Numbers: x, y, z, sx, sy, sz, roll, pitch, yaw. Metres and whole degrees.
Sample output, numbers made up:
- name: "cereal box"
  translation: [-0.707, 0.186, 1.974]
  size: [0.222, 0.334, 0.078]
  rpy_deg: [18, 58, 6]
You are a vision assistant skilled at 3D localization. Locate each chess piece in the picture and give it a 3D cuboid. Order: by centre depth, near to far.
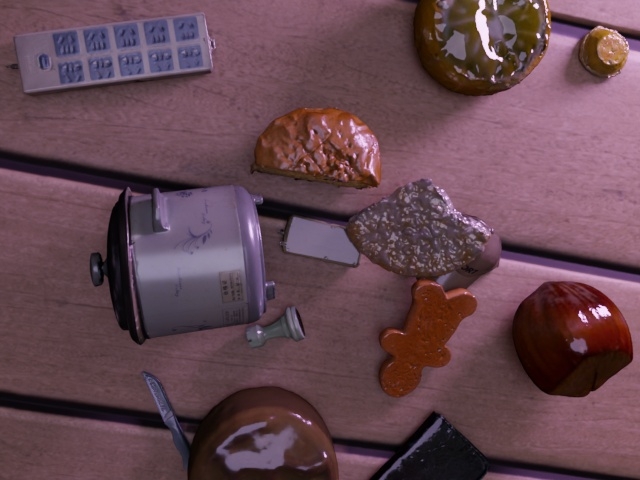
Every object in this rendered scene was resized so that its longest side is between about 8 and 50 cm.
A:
- name: "chess piece"
  translation: [-0.086, 0.169, 1.271]
  size: [0.103, 0.067, 0.067]
  rpy_deg: [-19, 96, 3]

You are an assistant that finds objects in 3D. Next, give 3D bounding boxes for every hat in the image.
- name: "hat"
  translation: [0.271, 0.048, 1.294]
  size: [0.147, 0.085, 0.175]
  rpy_deg: [38, 87, -9]

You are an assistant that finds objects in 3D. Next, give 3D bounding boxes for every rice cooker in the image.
- name: "rice cooker"
  translation: [-0.235, 0.036, 1.144]
  size: [0.317, 0.264, 0.316]
  rpy_deg: [-9, 137, -8]

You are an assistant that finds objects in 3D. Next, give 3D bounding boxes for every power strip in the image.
- name: "power strip"
  translation: [-0.371, -0.331, 1.207]
  size: [0.367, 0.043, 0.106]
  rpy_deg: [-9, 94, -7]
- name: "power strip"
  translation: [0.000, 0.000, 1.285]
  size: [0.169, 0.028, 0.076]
  rpy_deg: [13, 92, -10]

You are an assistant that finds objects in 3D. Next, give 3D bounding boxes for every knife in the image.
- name: "knife"
  translation: [-0.284, 0.339, 1.279]
  size: [0.028, 0.015, 0.210]
  rpy_deg: [-22, 96, 0]

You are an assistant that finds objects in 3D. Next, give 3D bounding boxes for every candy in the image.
- name: "candy"
  translation: [0.300, -0.396, 1.258]
  size: [0.260, 0.118, 0.259]
  rpy_deg: [-1, 93, -13]

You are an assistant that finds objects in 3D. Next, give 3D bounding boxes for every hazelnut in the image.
- name: "hazelnut"
  translation: [0.476, 0.184, 1.299]
  size: [0.212, 0.181, 0.181]
  rpy_deg: [-19, 125, -5]

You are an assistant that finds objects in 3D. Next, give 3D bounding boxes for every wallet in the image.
- name: "wallet"
  translation: [0.176, 0.502, 1.334]
  size: [0.172, 0.045, 0.318]
  rpy_deg: [44, 88, -5]

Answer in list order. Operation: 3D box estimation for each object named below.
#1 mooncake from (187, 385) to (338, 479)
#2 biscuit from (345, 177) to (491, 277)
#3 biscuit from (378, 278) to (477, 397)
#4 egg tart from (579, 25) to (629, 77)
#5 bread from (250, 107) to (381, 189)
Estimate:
- name: "mooncake"
  translation: [-0.104, 0.423, 1.237]
  size: [0.284, 0.155, 0.284]
  rpy_deg: [-1, 95, -11]
- name: "biscuit"
  translation: [0.179, -0.024, 1.249]
  size: [0.265, 0.040, 0.188]
  rpy_deg: [9, 103, 8]
- name: "biscuit"
  translation: [0.187, 0.190, 1.300]
  size: [0.165, 0.036, 0.250]
  rpy_deg: [19, 105, -23]
- name: "egg tart"
  translation: [0.561, -0.371, 1.327]
  size: [0.105, 0.039, 0.105]
  rpy_deg: [-1, 96, -6]
- name: "bread"
  translation: [-0.005, -0.166, 1.226]
  size: [0.229, 0.143, 0.139]
  rpy_deg: [8, 82, -11]
